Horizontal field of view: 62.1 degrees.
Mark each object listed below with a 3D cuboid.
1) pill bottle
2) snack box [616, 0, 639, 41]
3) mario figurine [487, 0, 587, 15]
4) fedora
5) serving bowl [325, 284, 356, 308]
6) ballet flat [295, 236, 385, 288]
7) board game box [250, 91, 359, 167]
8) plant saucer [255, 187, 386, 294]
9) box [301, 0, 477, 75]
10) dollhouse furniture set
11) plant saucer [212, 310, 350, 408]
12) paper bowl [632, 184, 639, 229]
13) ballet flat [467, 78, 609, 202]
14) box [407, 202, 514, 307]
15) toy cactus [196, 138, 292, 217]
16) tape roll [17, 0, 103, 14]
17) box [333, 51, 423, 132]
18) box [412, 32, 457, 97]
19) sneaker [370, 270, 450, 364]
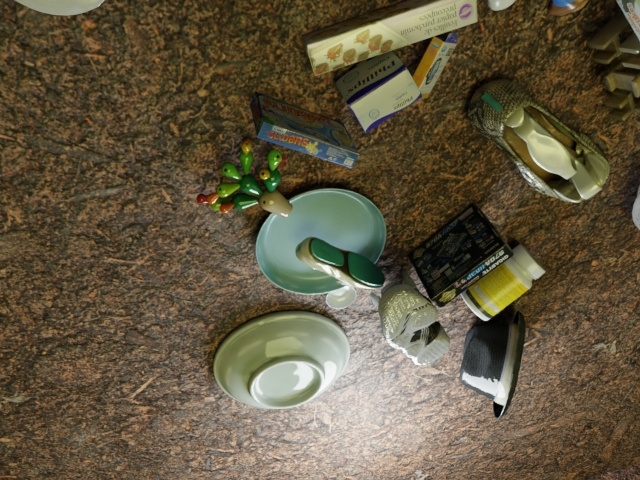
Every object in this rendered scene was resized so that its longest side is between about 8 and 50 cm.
[{"bbox_3d":[0.494,0.112,1.447,0.119,0.119,0.208,33,114,-33],"label":"pill bottle"},{"bbox_3d":[0.621,-0.475,0.935,0.187,0.060,0.322,-29,87,8],"label":"snack box"},{"bbox_3d":[0.332,-0.531,0.899,0.320,0.170,0.198,28,75,-20],"label":"mario figurine"},{"bbox_3d":[0.502,0.357,1.589,0.152,0.334,0.334,11,130,15],"label":"fedora"},{"bbox_3d":[0.052,0.143,1.414,0.083,0.027,0.083,-7,128,-10],"label":"serving bowl"},{"bbox_3d":[0.044,0.061,1.272,0.248,0.086,0.086,28,116,-30],"label":"ballet flat"},{"bbox_3d":[-0.033,-0.216,1.041,0.201,0.136,0.035,14,123,-25],"label":"board game box"},{"bbox_3d":[0.000,0.000,1.280,0.317,0.044,0.318,-8,129,-10],"label":"plant saucer"},{"bbox_3d":[0.127,-0.394,0.990,0.324,0.067,0.063,-18,130,1],"label":"box"},{"bbox_3d":[0.707,-0.355,1.071,0.161,0.242,0.212,-45,127,-2],"label":"dollhouse furniture set"},{"bbox_3d":[-0.100,0.373,1.510,0.400,0.100,0.400,-8,129,-10],"label":"plant saucer"},{"bbox_3d":[0.948,-0.117,1.369,0.284,0.148,0.284,-8,128,-10],"label":"paper bowl"},{"bbox_3d":[0.522,-0.182,1.184,0.482,0.182,0.164,26,116,-30],"label":"ballet flat"},{"bbox_3d":[0.337,0.035,1.310,0.220,0.175,0.051,-41,126,17],"label":"box"},{"bbox_3d":[-0.138,-0.111,1.117,0.219,0.112,0.180,-39,126,24],"label":"toy cactus"},{"bbox_3d":[-0.404,-0.459,0.794,0.219,0.072,0.219,-7,129,-9],"label":"tape roll"},{"bbox_3d":[0.107,-0.292,1.016,0.126,0.137,0.072,-31,128,10],"label":"box"},{"bbox_3d":[0.220,-0.346,1.047,0.081,0.028,0.136,-27,148,-55],"label":"box"},{"bbox_3d":[0.195,0.163,1.317,0.137,0.210,0.366,-35,141,4],"label":"sneaker"}]
